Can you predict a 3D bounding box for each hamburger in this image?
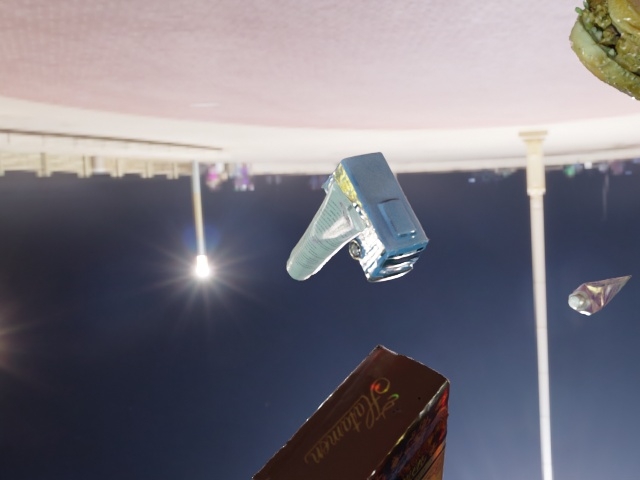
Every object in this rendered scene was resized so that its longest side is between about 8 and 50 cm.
[{"bbox_3d":[0.483,-0.290,1.261,0.215,0.189,0.122,10,136,-38],"label":"hamburger"}]

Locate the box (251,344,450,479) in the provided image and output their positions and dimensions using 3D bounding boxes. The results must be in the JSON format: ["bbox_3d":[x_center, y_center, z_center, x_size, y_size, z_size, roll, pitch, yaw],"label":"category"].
[{"bbox_3d":[0.049,0.367,1.059,0.115,0.415,0.264,23,-135,31],"label":"box"}]

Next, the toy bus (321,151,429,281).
[{"bbox_3d":[0.110,-0.049,1.641,0.116,0.234,0.133,-13,157,-31],"label":"toy bus"}]

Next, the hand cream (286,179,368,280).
[{"bbox_3d":[0.000,0.000,1.358,0.058,0.085,0.331,-28,171,-20],"label":"hand cream"}]

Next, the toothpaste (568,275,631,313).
[{"bbox_3d":[0.657,0.127,1.954,0.048,0.075,0.301,22,-163,36],"label":"toothpaste"}]
